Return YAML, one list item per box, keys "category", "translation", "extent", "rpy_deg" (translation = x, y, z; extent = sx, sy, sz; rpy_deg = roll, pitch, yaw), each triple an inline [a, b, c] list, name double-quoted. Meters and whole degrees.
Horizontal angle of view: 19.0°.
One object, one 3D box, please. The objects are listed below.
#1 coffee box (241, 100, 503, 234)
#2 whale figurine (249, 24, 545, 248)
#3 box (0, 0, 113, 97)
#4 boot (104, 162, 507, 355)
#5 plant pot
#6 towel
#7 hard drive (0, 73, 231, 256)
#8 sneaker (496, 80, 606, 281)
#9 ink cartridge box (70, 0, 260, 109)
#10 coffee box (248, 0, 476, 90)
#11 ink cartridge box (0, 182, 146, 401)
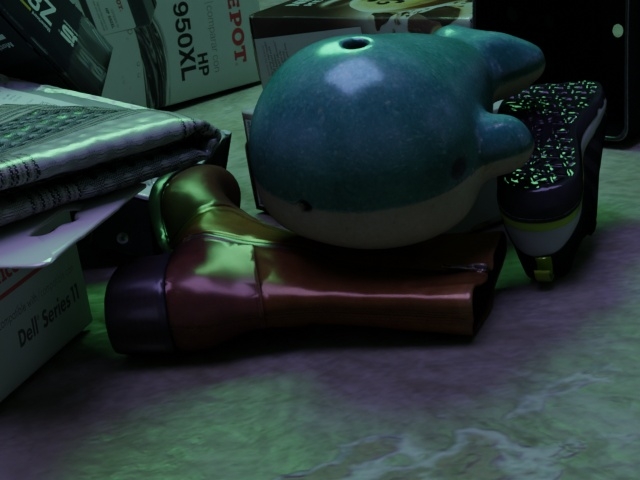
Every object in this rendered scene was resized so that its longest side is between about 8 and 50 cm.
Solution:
- category: "coffee box"
  translation: [0.059, -0.074, 1.655]
  extent: [0.141, 0.098, 0.246]
  rpy_deg: [-20, 20, -30]
- category: "whale figurine"
  translation: [0.062, -0.108, 1.428]
  extent: [0.216, 0.141, 0.272]
  rpy_deg: [15, 40, 34]
- category: "box"
  translation: [-0.458, -0.212, 1.910]
  extent: [0.395, 0.318, 0.097]
  rpy_deg: [-13, 50, 27]
- category: "boot"
  translation: [0.000, 0.000, 1.457]
  extent: [0.280, 0.096, 0.264]
  rpy_deg: [-5, 17, 12]
- category: "plant pot"
  translation: [0.269, -0.201, 1.841]
  extent: [0.167, 0.188, 0.187]
  rpy_deg: [-10, 12, -44]
- category: "towel"
  translation: [-0.292, -0.056, 1.455]
  extent: [0.324, 0.056, 0.312]
  rpy_deg: [-21, 19, -35]
- category: "hard drive"
  translation: [-0.270, -0.084, 1.746]
  extent: [0.339, 0.064, 0.237]
  rpy_deg: [13, 21, 7]
- category: "sneaker"
  translation: [0.178, -0.046, 1.496]
  extent: [0.084, 0.097, 0.234]
  rpy_deg: [-1, 30, 18]
- category: "ink cartridge box"
  translation: [-0.274, -0.285, 2.183]
  extent: [0.395, 0.285, 0.166]
  rpy_deg: [-19, 19, -34]
- category: "coffee box"
  translation: [0.093, -0.202, 2.022]
  extent: [0.297, 0.119, 0.168]
  rpy_deg: [5, 23, 40]
- category: "ink cartridge box"
  translation: [-0.311, 0.049, 1.422]
  extent: [0.353, 0.119, 0.207]
  rpy_deg: [-4, 17, 20]
